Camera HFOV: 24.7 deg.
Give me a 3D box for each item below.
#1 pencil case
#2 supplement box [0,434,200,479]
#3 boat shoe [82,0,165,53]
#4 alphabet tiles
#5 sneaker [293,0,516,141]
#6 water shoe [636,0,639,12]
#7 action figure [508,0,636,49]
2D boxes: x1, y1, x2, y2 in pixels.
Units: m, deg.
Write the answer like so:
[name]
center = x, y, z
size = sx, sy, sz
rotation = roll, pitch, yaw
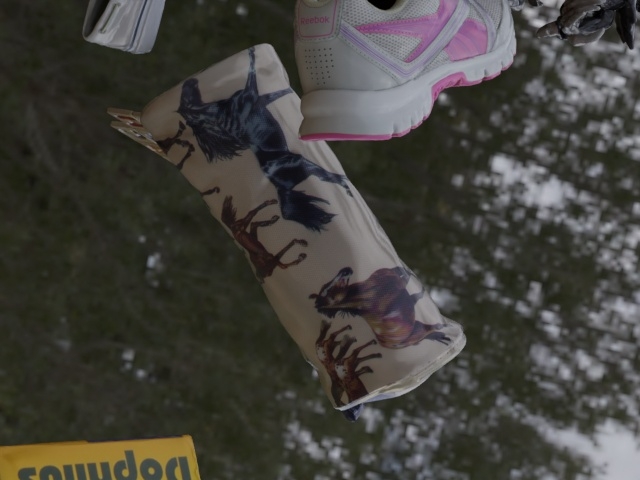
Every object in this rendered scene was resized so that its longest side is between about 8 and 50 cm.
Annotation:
[pencil case]
center = -0.020, -0.017, 1.520
size = 0.160, 0.410, 0.183
rotation = -34, 177, -5
[supplement box]
center = -0.268, 0.315, 1.300
size = 0.356, 0.194, 0.195
rotation = -31, -115, 46
[boat shoe]
center = -0.183, -0.283, 1.428
size = 0.083, 0.075, 0.226
rotation = -123, -139, -50
[alphabet tiles]
center = -0.140, -0.118, 2.118
size = 0.342, 0.285, 0.011
rotation = 12, -103, 43
[sneaker]
center = 0.063, -0.158, 1.037
size = 0.252, 0.103, 0.111
rotation = -41, 126, -53
[water shoe]
center = 0.491, -0.307, 2.031
size = 0.080, 0.203, 0.073
rotation = -64, 159, -7
[action figure]
center = 0.216, -0.250, 1.336
size = 0.141, 0.275, 0.164
rotation = 162, -82, -76
